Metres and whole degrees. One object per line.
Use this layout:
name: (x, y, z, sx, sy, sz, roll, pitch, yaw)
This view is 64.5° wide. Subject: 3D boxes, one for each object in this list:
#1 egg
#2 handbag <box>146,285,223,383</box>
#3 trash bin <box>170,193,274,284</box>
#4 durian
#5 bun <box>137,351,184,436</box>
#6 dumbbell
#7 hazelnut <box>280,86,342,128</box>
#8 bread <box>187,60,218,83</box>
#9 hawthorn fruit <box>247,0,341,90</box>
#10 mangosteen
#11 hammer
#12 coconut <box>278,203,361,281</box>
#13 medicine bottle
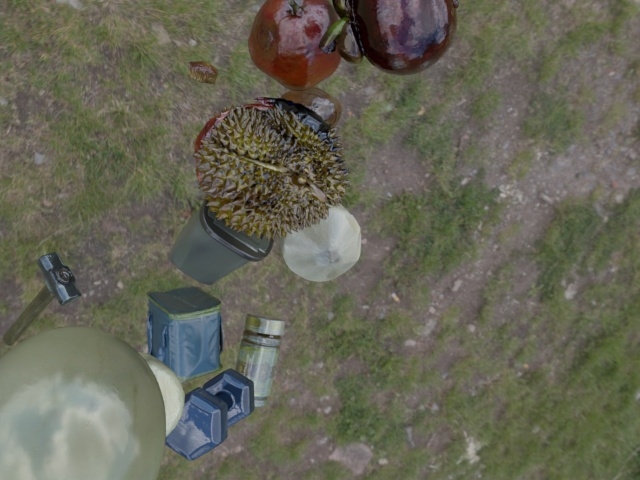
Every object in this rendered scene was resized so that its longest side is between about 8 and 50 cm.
egg: (-0.250, 0.206, 0.506, 0.185, 0.186, 0.242, 1, 95, -23)
handbag: (-0.437, 0.295, 1.636, 0.222, 0.263, 0.241, -6, 108, -37)
trash bin: (-0.283, -0.009, 1.431, 0.219, 0.219, 0.250, 37, 132, -21)
durian: (-0.120, -0.171, 1.189, 0.347, 0.384, 0.348, -7, 108, -24)
bun: (-0.322, 0.266, 0.825, 0.188, 0.111, 0.164, -16, 90, -38)
dumbbell: (-0.275, 0.434, 1.302, 0.159, 0.325, 0.144, -31, 84, 5)
hazelnut: (-0.041, -0.404, 1.596, 0.210, 0.186, 0.210, -34, 157, -17)
bread: (-0.335, -0.484, 1.445, 0.084, 0.085, 0.053, 8, 118, -26)
hawthorn fruit: (-0.053, -0.464, 1.148, 0.223, 0.261, 0.224, 0, 88, -7)
mangosteen: (0.117, -0.398, 0.921, 0.257, 0.215, 0.215, -15, 125, 22)
hammer: (-0.655, 0.157, 1.154, 0.365, 0.111, 0.043, -36, 173, 34)
coconut: (0.000, 0.000, 1.484, 0.237, 0.266, 0.238, -3, 108, -11)
medicine bottle: (-0.238, 0.447, 1.915, 0.151, 0.151, 0.323, 14, 86, -27)
